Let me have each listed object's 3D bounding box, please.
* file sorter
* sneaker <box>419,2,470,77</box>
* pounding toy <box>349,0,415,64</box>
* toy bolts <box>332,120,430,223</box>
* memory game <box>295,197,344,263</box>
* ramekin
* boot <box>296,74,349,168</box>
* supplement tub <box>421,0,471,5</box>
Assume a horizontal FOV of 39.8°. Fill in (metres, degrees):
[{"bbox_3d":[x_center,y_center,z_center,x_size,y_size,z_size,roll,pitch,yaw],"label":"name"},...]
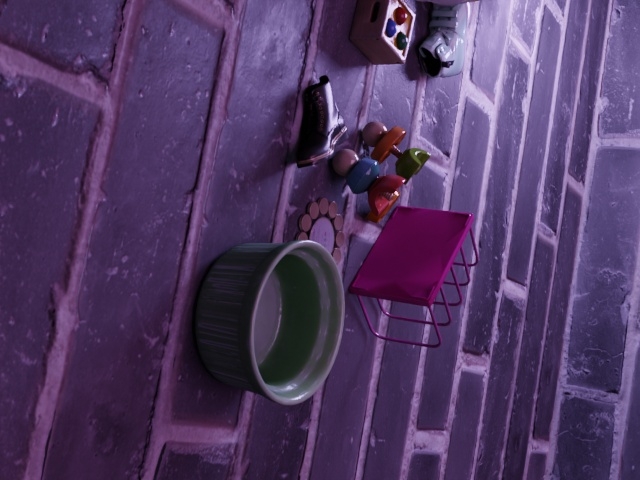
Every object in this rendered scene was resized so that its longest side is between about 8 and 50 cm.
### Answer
[{"bbox_3d":[0.237,0.087,2.112,0.290,0.202,0.182,-57,141,-36],"label":"file sorter"},{"bbox_3d":[0.306,-0.535,2.230,0.151,0.094,0.255,-28,116,-49],"label":"sneaker"},{"bbox_3d":[0.132,-0.518,1.958,0.206,0.094,0.181,32,68,-55],"label":"pounding toy"},{"bbox_3d":[0.108,-0.147,1.984,0.218,0.158,0.228,-54,173,30],"label":"toy bolts"},{"bbox_3d":[0.000,0.000,1.899,0.186,0.012,0.186,-14,106,-56],"label":"memory game"},{"bbox_3d":[-0.095,0.144,1.645,0.303,0.148,0.303,-13,105,-56],"label":"ramekin"},{"bbox_3d":[-0.015,-0.241,1.801,0.198,0.077,0.137,-57,135,-56],"label":"boot"},{"bbox_3d":[0.353,-0.686,2.093,0.331,0.241,0.241,-19,111,-36],"label":"supplement tub"}]
